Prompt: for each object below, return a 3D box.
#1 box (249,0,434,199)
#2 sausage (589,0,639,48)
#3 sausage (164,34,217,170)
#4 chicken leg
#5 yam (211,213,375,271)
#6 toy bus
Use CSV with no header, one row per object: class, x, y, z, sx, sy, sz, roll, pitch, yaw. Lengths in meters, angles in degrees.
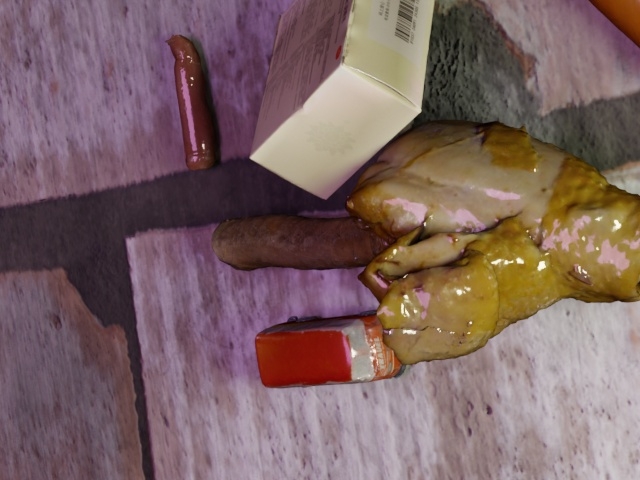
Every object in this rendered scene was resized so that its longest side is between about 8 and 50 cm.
box,0.026,-0.174,1.718,0.168,0.095,0.212,-44,26,44
sausage,0.293,-0.191,1.517,0.197,0.076,0.076,51,130,28
sausage,-0.145,-0.157,2.027,0.042,0.036,0.157,-11,88,13
chicken leg,0.179,0.022,1.559,0.409,0.295,0.182,13,125,34
yam,0.000,0.000,1.878,0.300,0.066,0.066,-3,95,46
toy bus,0.007,0.117,1.876,0.174,0.077,0.079,-8,91,48
